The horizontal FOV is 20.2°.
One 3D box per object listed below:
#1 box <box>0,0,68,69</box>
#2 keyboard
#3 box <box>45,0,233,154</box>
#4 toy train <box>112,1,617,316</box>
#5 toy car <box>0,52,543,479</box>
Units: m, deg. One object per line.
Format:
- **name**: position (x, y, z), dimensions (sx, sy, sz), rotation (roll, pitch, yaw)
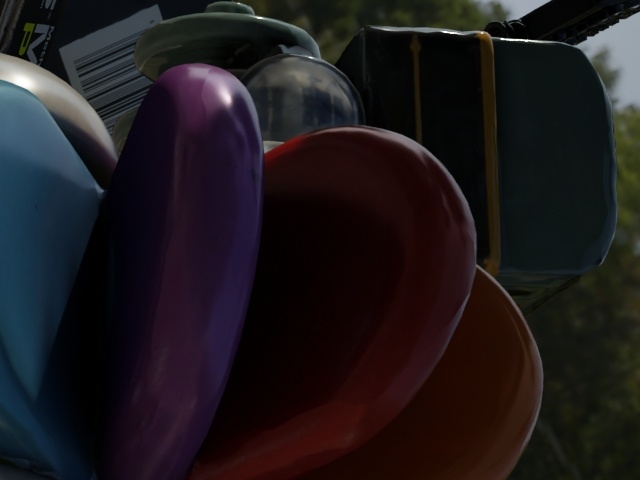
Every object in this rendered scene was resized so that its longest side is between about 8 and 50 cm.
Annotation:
- **box**: position (-0.224, -0.085, 0.583), dimensions (0.060, 0.270, 0.216), rotation (-44, 154, -84)
- **keyboard**: position (0.097, -0.085, 0.946), dimensions (0.192, 0.100, 0.038), rotation (-28, -103, 53)
- **box**: position (-0.192, -0.165, 1.293), dimensions (0.294, 0.183, 0.296), rotation (48, -21, 48)
- **toy train**: position (0.000, 0.000, 0.809), dimensions (0.334, 0.190, 0.142), rotation (127, -35, -70)
- **toy car**: position (-0.034, 0.022, 0.404), dimensions (0.136, 0.182, 0.159), rotation (-49, -146, 44)
